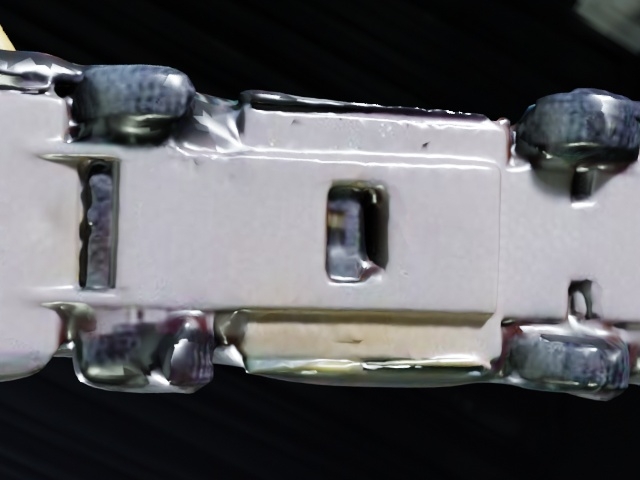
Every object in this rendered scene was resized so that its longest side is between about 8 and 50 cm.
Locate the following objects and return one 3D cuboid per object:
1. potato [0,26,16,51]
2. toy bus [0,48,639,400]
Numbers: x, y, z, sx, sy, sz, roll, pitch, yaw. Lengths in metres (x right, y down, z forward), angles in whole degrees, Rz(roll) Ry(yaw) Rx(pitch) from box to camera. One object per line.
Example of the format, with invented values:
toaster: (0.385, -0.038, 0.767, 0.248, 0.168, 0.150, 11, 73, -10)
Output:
potato: (-0.312, -0.084, 1.103, 0.234, 0.146, 0.150, -28, 177, -19)
toy bus: (0.000, 0.000, 0.585, 0.138, 0.317, 0.112, 176, -81, -72)
